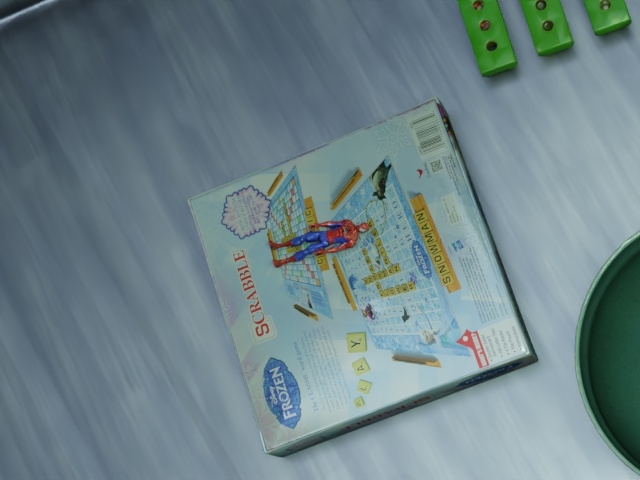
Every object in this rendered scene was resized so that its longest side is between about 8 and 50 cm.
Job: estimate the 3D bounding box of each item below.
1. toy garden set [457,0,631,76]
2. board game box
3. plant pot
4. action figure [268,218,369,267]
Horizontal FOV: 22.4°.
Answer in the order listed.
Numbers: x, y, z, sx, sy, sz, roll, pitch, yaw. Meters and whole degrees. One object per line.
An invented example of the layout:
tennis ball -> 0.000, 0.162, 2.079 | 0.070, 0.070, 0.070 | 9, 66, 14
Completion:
toy garden set -> 0.274, -0.318, 1.856 | 0.244, 0.049, 0.204 | -19, 74, 12
board game box -> 0.043, 0.043, 1.827 | 0.318, 0.066, 0.318 | -21, 72, 11
plant pot -> 0.413, 0.126, 1.629 | 0.293, 0.196, 0.293 | -4, 76, 15
action figure -> 0.000, 0.000, 1.800 | 0.115, 0.030, 0.038 | -16, 67, 10
